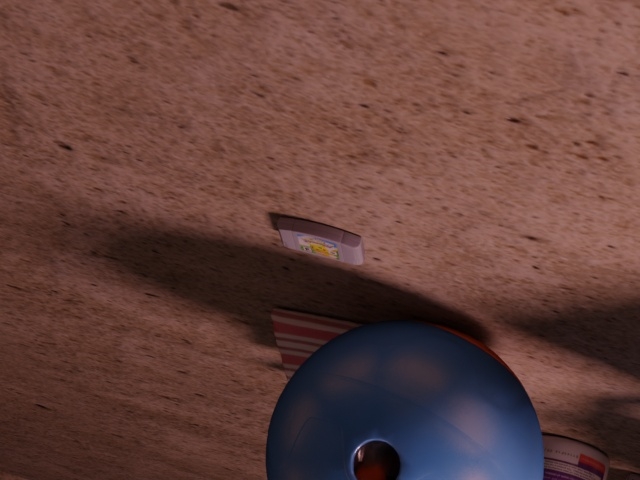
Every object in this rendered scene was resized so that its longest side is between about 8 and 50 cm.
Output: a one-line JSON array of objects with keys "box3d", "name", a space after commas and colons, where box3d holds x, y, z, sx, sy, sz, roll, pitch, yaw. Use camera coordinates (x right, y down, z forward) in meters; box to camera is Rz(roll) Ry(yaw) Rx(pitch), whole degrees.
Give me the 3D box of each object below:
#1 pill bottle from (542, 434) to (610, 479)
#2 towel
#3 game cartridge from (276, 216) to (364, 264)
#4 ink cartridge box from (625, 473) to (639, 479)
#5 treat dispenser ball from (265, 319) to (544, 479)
[{"box3d": [0.282, 0.346, 1.970, 0.108, 0.193, 0.108, 16, 161, 6], "name": "pill bottle"}, {"box3d": [0.026, 0.153, 1.841, 0.144, 0.029, 0.197, 9, 137, 23], "name": "towel"}, {"box3d": [0.000, 0.000, 1.527, 0.083, 0.017, 0.056, 14, 157, 11], "name": "game cartridge"}, {"box3d": [0.542, 0.428, 2.117, 0.324, 0.071, 0.330, 14, 154, 11], "name": "ink cartridge box"}, {"box3d": [0.087, 0.224, 1.658, 0.288, 0.288, 0.288, 16, 161, 6], "name": "treat dispenser ball"}]
